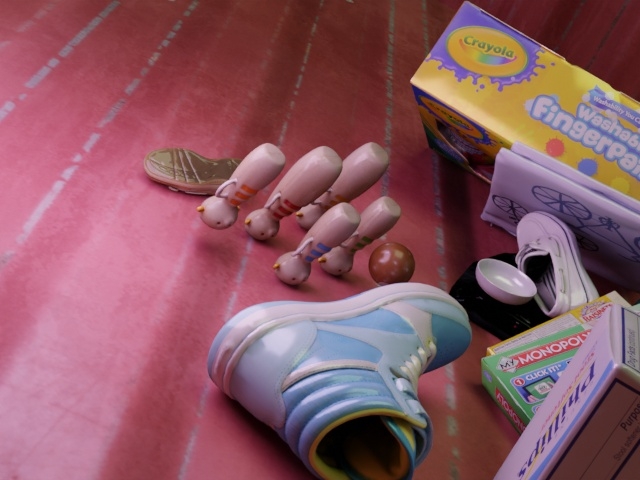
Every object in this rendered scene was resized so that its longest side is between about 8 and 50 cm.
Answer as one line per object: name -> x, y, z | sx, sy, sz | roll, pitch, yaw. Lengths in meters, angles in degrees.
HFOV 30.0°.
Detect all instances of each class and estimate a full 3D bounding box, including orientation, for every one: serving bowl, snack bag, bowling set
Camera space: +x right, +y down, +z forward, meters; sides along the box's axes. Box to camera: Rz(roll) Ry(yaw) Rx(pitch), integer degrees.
serving bowl -> 0.235, 0.058, 1.538 | 0.083, 0.027, 0.083 | 21, 26, -10
snack bag -> 0.389, -0.015, 1.701 | 0.323, 0.037, 0.342 | 26, -11, 9
bowling set -> 0.000, 0.000, 1.405 | 0.287, 0.154, 0.199 | -3, 56, -53

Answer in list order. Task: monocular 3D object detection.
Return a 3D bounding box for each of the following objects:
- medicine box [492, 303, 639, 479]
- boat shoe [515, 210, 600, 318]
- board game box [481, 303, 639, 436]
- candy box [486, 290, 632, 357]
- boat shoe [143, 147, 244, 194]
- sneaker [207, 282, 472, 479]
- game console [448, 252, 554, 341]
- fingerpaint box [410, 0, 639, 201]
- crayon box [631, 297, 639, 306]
medicine box -> 0.306, 0.246, 1.017 | 0.289, 0.263, 0.149 | 30, 22, 4
boat shoe -> 0.302, 0.027, 1.601 | 0.076, 0.083, 0.226 | 16, 27, -25
board game box -> 0.370, 0.162, 1.338 | 0.317, 0.046, 0.213 | -17, 38, -13
candy box -> 0.313, 0.134, 1.451 | 0.206, 0.027, 0.105 | -21, 45, -24
boat shoe -> -0.154, -0.079, 1.491 | 0.153, 0.048, 0.056 | 1, 57, -35
sneaker -> 0.068, 0.149, 1.148 | 0.319, 0.127, 0.208 | -7, 38, -39
game console -> 0.349, 0.134, 1.592 | 0.361, 0.044, 0.213 | 32, 25, 12
fingerpaint box -> 0.376, -0.140, 1.876 | 0.445, 0.163, 0.371 | 34, -4, 13
crayon box -> 0.601, 0.222, 1.535 | 0.363, 0.106, 0.313 | 28, 26, -19
